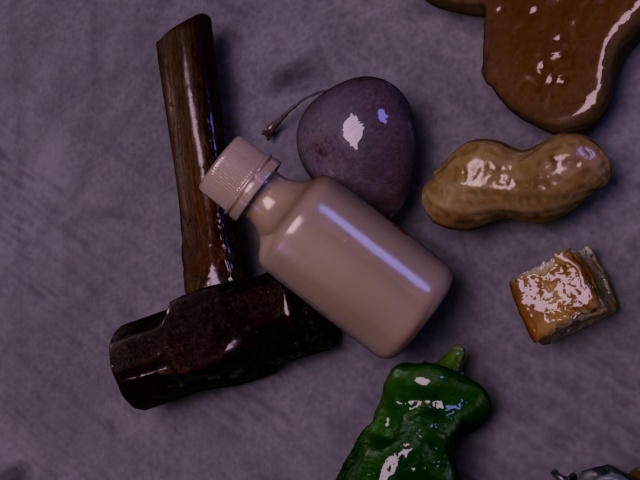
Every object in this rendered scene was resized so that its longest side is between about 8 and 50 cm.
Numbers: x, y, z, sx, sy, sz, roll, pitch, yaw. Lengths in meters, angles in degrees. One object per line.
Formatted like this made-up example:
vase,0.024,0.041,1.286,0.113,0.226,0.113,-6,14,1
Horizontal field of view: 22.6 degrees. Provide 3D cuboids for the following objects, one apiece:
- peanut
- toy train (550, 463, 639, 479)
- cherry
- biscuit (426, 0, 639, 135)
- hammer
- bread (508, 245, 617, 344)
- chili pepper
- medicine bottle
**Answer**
peanut,0.184,-0.058,1.520,0.193,0.089,0.089,-8,75,25
toy train,0.285,0.274,1.392,0.219,0.089,0.127,27,103,31
cherry,0.021,-0.081,1.618,0.188,0.115,0.148,-33,95,36
biscuit,0.287,-0.306,1.528,0.394,0.076,0.368,-44,62,18
hammer,-0.128,-0.045,1.684,0.242,0.095,0.408,-17,73,26
bread,0.226,0.051,1.482,0.083,0.077,0.070,-28,78,22
chili pepper,0.082,0.219,1.493,0.136,0.099,0.270,11,73,33
medicine bottle,0.000,0.000,1.537,0.252,0.114,0.114,37,100,-1
